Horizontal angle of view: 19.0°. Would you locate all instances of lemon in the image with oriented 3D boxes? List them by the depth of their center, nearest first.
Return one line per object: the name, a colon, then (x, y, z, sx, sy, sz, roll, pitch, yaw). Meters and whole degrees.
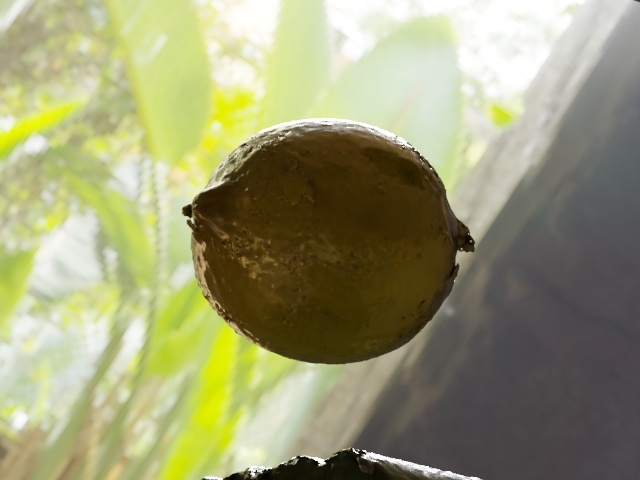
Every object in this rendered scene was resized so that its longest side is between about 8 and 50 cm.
lemon: (0.000, 0.000, 1.311, 0.206, 0.173, 0.173, 16, 1, -26)

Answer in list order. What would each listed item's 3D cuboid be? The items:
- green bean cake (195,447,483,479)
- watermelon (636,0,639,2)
green bean cake: (-0.006, 0.270, 1.190, 0.247, 0.249, 0.156, -19, -29, 39)
watermelon: (0.249, -0.297, 1.384, 0.305, 0.224, 0.180, 26, 26, -36)
